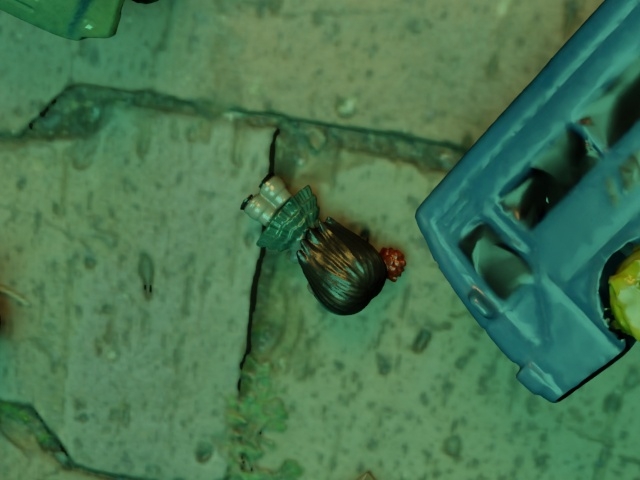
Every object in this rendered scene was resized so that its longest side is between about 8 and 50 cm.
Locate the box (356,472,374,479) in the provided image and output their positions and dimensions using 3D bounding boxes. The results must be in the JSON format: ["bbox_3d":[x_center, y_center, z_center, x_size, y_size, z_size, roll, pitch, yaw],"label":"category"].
[{"bbox_3d":[0.043,0.247,0.960,0.100,0.048,0.152,-40,93,26],"label":"box"}]

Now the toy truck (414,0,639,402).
[{"bbox_3d":[0.221,-0.084,0.735,0.162,0.161,0.385,46,116,10],"label":"toy truck"}]

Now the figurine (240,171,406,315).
[{"bbox_3d":[0.000,0.000,0.887,0.106,0.047,0.060,43,73,4],"label":"figurine"}]

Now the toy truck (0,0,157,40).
[{"bbox_3d":[-0.130,-0.255,0.770,0.155,0.156,0.278,28,113,5],"label":"toy truck"}]
